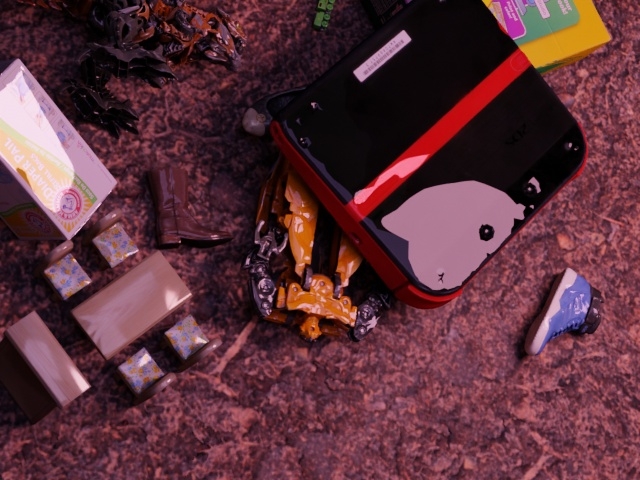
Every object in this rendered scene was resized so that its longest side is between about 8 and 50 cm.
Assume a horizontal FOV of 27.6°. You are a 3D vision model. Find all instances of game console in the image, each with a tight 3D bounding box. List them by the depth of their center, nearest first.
[{"bbox_3d":[0.161,-0.134,1.767,0.386,0.060,0.342,-43,95,-25],"label":"game console"}]

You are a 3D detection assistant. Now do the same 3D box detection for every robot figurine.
[{"bbox_3d":[0.000,0.000,1.739,0.211,0.085,0.291,16,68,-18],"label":"robot figurine"}]

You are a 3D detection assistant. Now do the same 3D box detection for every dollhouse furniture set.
[{"bbox_3d":[-0.260,0.100,1.556,0.242,0.161,0.212,-37,91,-27],"label":"dollhouse furniture set"}]

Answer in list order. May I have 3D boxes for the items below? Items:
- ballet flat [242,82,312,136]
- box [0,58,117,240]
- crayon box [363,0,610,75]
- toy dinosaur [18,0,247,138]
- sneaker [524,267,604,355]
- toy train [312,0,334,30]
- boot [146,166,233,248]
[{"bbox_3d":[-0.034,-0.190,1.800,0.173,0.049,0.057,-25,85,-27],"label":"ballet flat"},{"bbox_3d":[-0.360,-0.104,1.559,0.103,0.114,0.203,-55,126,-30],"label":"box"},{"bbox_3d":[0.216,-0.397,1.936,0.313,0.106,0.362,-23,86,-28],"label":"crayon box"},{"bbox_3d":[-0.258,-0.269,1.703,0.322,0.164,0.218,4,57,-3],"label":"toy dinosaur"},{"bbox_3d":[0.356,0.118,1.867,0.085,0.058,0.152,34,58,-1],"label":"sneaker"},{"bbox_3d":[0.007,-0.340,1.881,0.024,0.017,0.083,17,68,-6],"label":"toy train"},{"bbox_3d":[-0.171,-0.048,1.711,0.106,0.037,0.114,-1,70,-25],"label":"boot"}]
